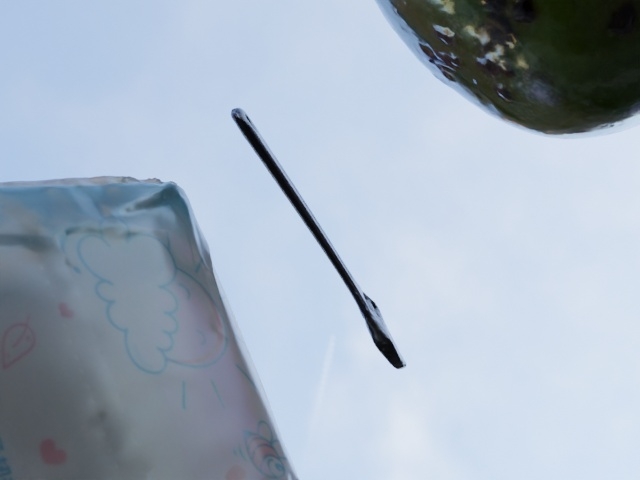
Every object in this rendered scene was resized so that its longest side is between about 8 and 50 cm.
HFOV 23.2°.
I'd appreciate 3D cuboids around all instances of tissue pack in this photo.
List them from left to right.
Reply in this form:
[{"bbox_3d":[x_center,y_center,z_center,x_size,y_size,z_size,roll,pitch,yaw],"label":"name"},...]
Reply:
[{"bbox_3d":[-0.103,0.114,0.572,0.201,0.271,0.124,-7,-26,-39],"label":"tissue pack"}]

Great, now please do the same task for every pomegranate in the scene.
[{"bbox_3d":[0.141,-0.191,0.819,0.290,0.323,0.291,-1,-74,-5],"label":"pomegranate"}]

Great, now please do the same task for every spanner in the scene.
[{"bbox_3d":[0.000,0.000,1.033,0.012,0.046,0.208,-32,-82,7],"label":"spanner"}]
